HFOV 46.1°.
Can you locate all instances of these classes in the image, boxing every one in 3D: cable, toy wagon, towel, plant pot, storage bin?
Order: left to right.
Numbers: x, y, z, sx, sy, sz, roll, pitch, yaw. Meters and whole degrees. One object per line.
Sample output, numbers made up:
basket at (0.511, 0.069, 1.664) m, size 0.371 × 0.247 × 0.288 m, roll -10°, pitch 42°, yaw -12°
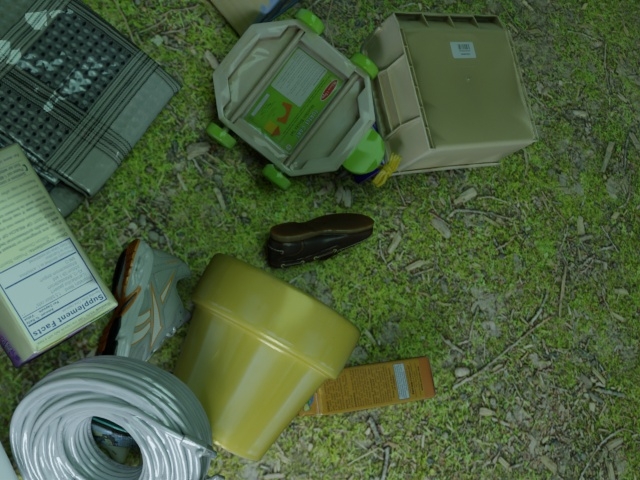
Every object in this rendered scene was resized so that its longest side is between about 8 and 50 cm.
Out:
towel at (-0.418, -0.234, 1.154) m, size 0.312 × 0.056 × 0.324 m, roll 39°, pitch 62°, yaw -14°
cable at (-0.271, 0.268, 0.986) m, size 0.257 × 0.257 × 0.089 m, roll 44°, pitch 22°, yaw -5°
plant pot at (-0.103, 0.181, 1.110) m, size 0.254 × 0.254 × 0.239 m, roll 32°, pitch 78°, yaw -17°
toy wagon at (-0.017, -0.214, 1.287) m, size 0.344 × 0.068 × 0.267 m, roll 38°, pitch 89°, yaw -3°
storage bin at (0.231, -0.268, 1.357) m, size 0.262 × 0.123 × 0.260 m, roll -8°, pitch 81°, yaw -30°

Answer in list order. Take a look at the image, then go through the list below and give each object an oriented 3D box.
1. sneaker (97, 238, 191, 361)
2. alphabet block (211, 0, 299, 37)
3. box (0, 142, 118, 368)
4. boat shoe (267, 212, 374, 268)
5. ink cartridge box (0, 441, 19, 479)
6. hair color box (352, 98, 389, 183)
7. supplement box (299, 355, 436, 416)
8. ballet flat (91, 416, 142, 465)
sneaker at (-0.254, 0.132, 1.118) m, size 0.121 × 0.099 × 0.262 m, roll 19°, pitch 69°, yaw -28°
alphabet block at (-0.105, -0.512, 1.327) m, size 0.197 × 0.192 × 0.193 m, roll 50°, pitch 57°, yaw -9°
box at (-0.402, 0.029, 0.994) m, size 0.117 × 0.214 × 0.242 m, roll -32°, pitch 92°, yaw -31°
boat shoe at (0.000, 0.000, 1.314) m, size 0.207 × 0.073 × 0.073 m, roll -9°, pitch 118°, yaw -27°
ink cartridge box at (-0.493, 0.266, 0.951) m, size 0.153 × 0.087 × 0.208 m, roll -26°, pitch 90°, yaw -31°
hair color box at (0.163, -0.271, 1.453) m, size 0.339 × 0.110 × 0.185 m, roll -34°, pitch 93°, yaw -33°
supplement box at (0.077, 0.247, 1.274) m, size 0.234 × 0.078 × 0.080 m, roll -4°, pitch 78°, yaw -30°
ballet flat at (-0.263, 0.296, 1.086) m, size 0.189 × 0.070 × 0.070 m, roll 19°, pitch 68°, yaw -19°
